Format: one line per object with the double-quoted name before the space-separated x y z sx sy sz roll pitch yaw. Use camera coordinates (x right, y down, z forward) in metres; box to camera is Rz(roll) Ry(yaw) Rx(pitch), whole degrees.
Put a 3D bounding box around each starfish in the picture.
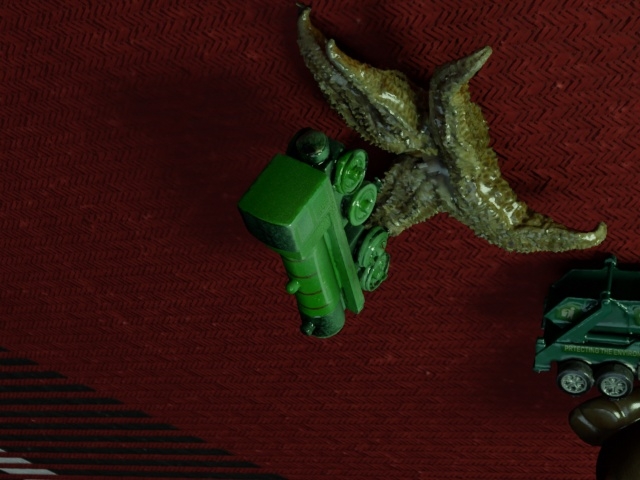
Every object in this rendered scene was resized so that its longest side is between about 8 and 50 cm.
"starfish" 0.076 -0.100 1.095 0.301 0.084 0.293 9 149 37

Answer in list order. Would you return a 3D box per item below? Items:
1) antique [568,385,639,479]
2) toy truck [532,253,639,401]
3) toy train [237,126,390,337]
"antique" 0.389 0.223 1.258 0.257 0.143 0.121 0 148 -31
"toy truck" 0.320 0.081 1.199 0.216 0.110 0.116 3 126 17
"toy train" 0.000 0.000 1.128 0.085 0.119 0.251 25 155 25
